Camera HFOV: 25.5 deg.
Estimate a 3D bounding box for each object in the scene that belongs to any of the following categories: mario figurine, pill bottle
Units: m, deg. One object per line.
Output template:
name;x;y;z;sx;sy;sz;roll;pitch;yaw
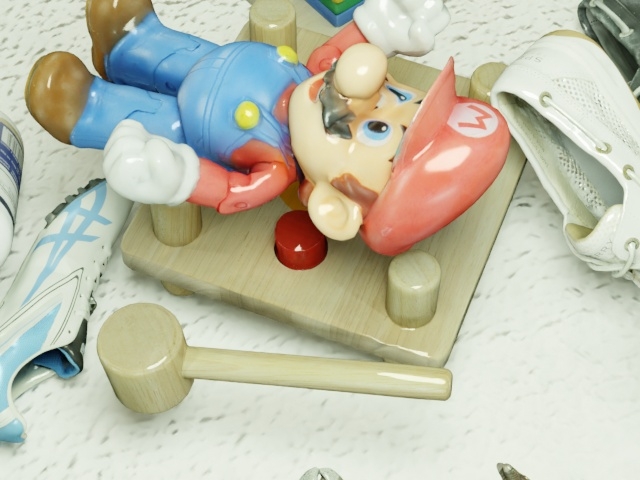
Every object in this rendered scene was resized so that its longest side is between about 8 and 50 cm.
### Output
mario figurine;-0.030;-0.104;0.923;0.320;0.170;0.198;16;92;19
pill bottle;-0.275;-0.024;1.056;0.094;0.094;0.169;-5;38;-2

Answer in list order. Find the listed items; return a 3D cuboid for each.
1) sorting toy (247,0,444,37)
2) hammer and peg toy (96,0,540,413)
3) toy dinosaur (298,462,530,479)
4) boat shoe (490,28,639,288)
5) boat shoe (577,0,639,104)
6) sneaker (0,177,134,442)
sorting toy;0.025;-0.314;1.276;0.257;0.089;0.255;-34;61;-19
hammer and peg toy;0.000;0.000;1.039;0.266;0.127;0.361;18;58;11
toy dinosaur;0.117;0.250;0.889;0.160;0.121;0.313;-43;68;-11
boat shoe;0.215;-0.016;1.014;0.096;0.098;0.277;-37;89;-32
boat shoe;0.280;-0.101;1.110;0.105;0.113;0.306;-14;53;0
sneaker;-0.195;0.047;1.045;0.086;0.085;0.237;31;58;-2
